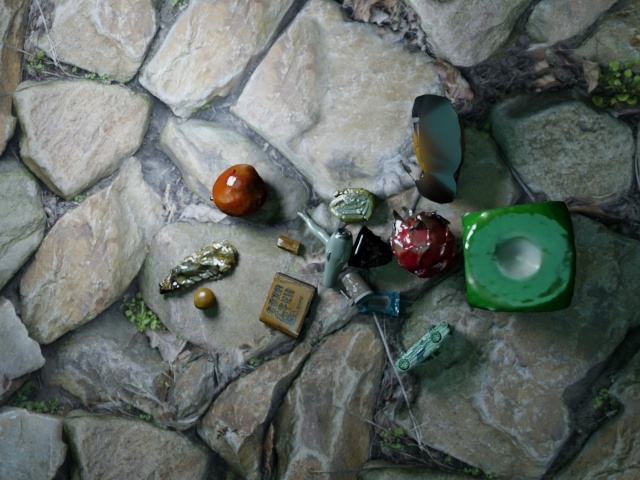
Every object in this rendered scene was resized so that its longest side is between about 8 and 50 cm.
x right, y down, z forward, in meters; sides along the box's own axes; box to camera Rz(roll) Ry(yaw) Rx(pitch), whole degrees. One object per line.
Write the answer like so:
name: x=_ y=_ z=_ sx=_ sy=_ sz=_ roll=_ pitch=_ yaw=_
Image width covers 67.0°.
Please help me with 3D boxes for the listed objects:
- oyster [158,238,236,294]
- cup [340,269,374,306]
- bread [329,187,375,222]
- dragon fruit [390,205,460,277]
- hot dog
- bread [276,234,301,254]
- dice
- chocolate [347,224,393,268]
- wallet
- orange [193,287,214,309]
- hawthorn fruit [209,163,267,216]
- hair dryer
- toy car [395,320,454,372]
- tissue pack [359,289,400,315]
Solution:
oyster: x=-0.457 y=0.111 z=1.766 sx=0.345 sy=0.078 sz=0.129 roll=-28 pitch=92 yaw=10
cup: x=0.120 y=0.161 z=1.623 sx=0.074 sy=0.102 sz=0.099 roll=-22 pitch=66 yaw=-23
bread: x=0.107 y=-0.118 z=1.624 sx=0.156 sy=0.064 sz=0.118 roll=-6 pitch=88 yaw=12
dragon fruit: x=0.315 y=0.006 z=1.512 sx=0.274 sy=0.192 sz=0.193 roll=41 pitch=78 yaw=9
hot dog: x=0.367 y=-0.289 z=1.543 sx=0.194 sy=0.107 sz=0.326 roll=12 pitch=103 yaw=23
bread: x=-0.110 y=0.016 z=1.693 sx=0.083 sy=0.036 sz=0.047 roll=21 pitch=92 yaw=11
dice: x=0.562 y=0.046 z=1.398 sx=0.287 sy=0.300 sz=0.297 roll=-5 pitch=90 yaw=17
chocolate: x=0.174 y=0.037 z=1.583 sx=0.133 sy=0.156 sz=0.156 roll=19 pitch=95 yaw=-3
wallet: x=-0.118 y=0.224 z=1.693 sx=0.161 sy=0.042 sz=0.196 roll=22 pitch=95 yaw=12
orange: x=-0.423 y=0.212 z=1.754 sx=0.085 sy=0.085 sz=0.085 roll=0 pitch=90 yaw=14
hawthorn fruit: x=-0.290 y=-0.168 z=1.666 sx=0.202 sy=0.185 sz=0.185 roll=-14 pitch=87 yaw=18
hair dryer: x=0.007 y=0.037 z=1.647 sx=0.267 sy=0.092 sz=0.229 roll=27 pitch=123 yaw=46
toy car: x=0.337 y=0.353 z=1.560 sx=0.224 sy=0.090 sz=0.076 roll=-45 pitch=87 yaw=10
tissue pack: x=0.198 y=0.207 z=1.625 sx=0.138 sy=0.028 sz=0.085 roll=4 pitch=87 yaw=19
